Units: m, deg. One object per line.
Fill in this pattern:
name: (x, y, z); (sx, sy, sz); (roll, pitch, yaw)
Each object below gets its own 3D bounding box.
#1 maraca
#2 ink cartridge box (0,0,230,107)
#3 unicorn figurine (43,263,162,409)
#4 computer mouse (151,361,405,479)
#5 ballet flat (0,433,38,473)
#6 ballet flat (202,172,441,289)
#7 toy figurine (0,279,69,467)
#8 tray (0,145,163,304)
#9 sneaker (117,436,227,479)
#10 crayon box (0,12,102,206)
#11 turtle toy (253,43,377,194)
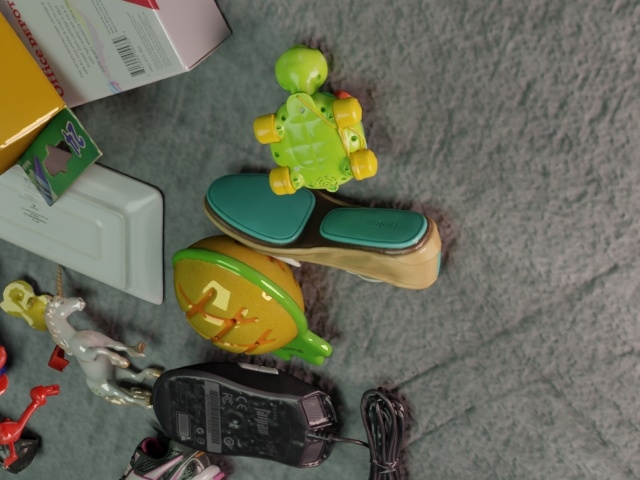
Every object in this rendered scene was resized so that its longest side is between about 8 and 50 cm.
maraca: (-0.063, 0.062, 1.767); (0.127, 0.099, 0.185); (10, 152, 44)
ink cartridge box: (-0.185, -0.199, 1.674); (0.175, 0.072, 0.127); (-12, 114, 41)
unicorn figurine: (-0.223, 0.114, 1.943); (0.111, 0.060, 0.162); (11, 127, 29)
computer mouse: (-0.031, 0.200, 1.872); (0.262, 0.060, 0.184); (5, 120, 20)
ballet flat: (-0.388, 0.194, 2.144); (0.173, 0.057, 0.049); (37, 95, 7)
ballet flat: (0.000, 0.000, 1.688); (0.232, 0.080, 0.073); (14, 144, 29)
toy figurine: (-0.461, 0.120, 2.020); (0.363, 0.191, 0.217); (20, 158, -10)
tray: (-0.274, -0.032, 1.895); (0.270, 0.030, 0.145); (22, 131, 22)
sneaker: (-0.175, 0.244, 2.012); (0.178, 0.072, 0.077); (-24, 94, 36)
crayon box: (-0.346, -0.165, 1.746); (0.323, 0.083, 0.203); (54, 155, -2)
turtle toy: (-0.005, -0.101, 1.619); (0.095, 0.066, 0.130); (-10, 114, 15)
